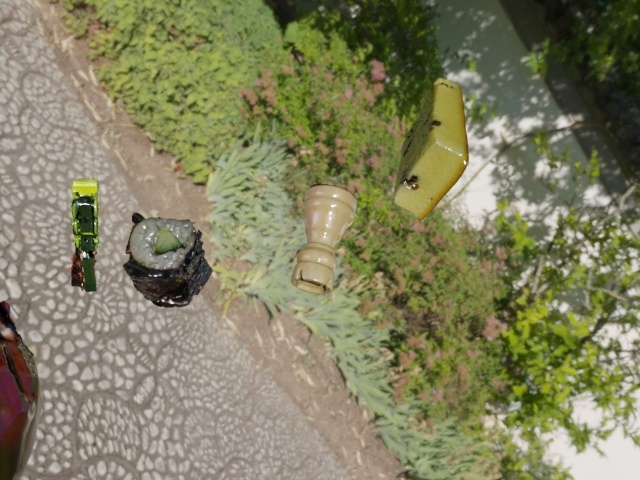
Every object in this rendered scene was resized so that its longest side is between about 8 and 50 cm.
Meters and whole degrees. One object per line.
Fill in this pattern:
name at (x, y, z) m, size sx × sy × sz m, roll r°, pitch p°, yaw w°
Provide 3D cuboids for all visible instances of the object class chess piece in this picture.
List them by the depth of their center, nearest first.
chess piece at (0.000, 0.000, 0.648) m, size 0.066 × 0.066 × 0.122 m, roll 44°, pitch 53°, yaw -46°

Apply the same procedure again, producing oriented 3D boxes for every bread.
bread at (0.128, -0.116, 0.631) m, size 0.049 × 0.088 × 0.226 m, roll 27°, pitch 33°, yaw -6°

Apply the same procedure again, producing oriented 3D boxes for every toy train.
toy train at (-0.447, -0.001, 1.039) m, size 0.053 × 0.250 × 0.085 m, roll 2°, pitch 45°, yaw -22°

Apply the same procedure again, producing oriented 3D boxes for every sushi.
sushi at (-0.188, 0.025, 0.658) m, size 0.084 × 0.097 × 0.094 m, roll 84°, pitch 20°, yaw -52°

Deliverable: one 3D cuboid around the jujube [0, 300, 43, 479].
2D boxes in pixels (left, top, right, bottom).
jujube at (-0.467, 0.129, 0.586) m, size 0.377 × 0.258 × 0.258 m, roll 62°, pitch 17°, yaw -2°
